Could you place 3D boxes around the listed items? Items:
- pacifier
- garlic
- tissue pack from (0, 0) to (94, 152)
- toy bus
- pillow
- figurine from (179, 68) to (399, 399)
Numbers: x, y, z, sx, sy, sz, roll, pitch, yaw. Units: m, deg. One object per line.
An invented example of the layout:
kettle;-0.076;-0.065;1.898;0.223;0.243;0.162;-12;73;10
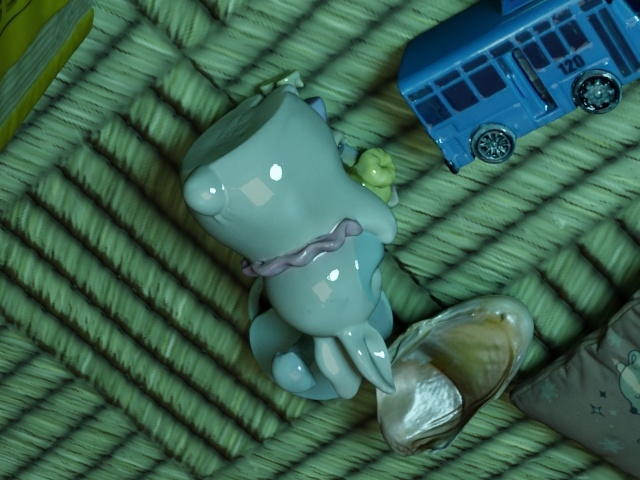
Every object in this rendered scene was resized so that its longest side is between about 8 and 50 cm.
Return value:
pacifier;-0.014;0.082;1.164;0.127;0.116;0.150;40;125;-1
garlic;0.110;0.113;1.165;0.174;0.124;0.099;-39;80;22
tissue pack;-0.327;-0.166;0.890;0.293;0.382;0.228;9;122;4
toy bus;0.155;-0.137;1.001;0.185;0.090;0.106;-27;113;25
pillow;0.312;0.125;1.153;0.223;0.084;0.236;32;127;-13
figurine;0.000;0.000;1.082;0.127;0.155;0.235;-20;117;33
